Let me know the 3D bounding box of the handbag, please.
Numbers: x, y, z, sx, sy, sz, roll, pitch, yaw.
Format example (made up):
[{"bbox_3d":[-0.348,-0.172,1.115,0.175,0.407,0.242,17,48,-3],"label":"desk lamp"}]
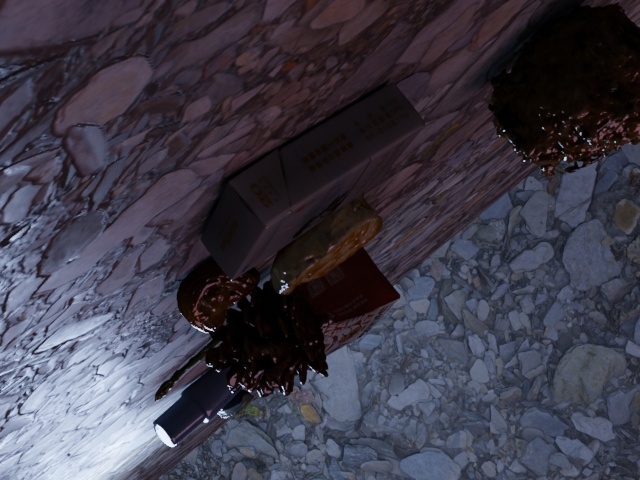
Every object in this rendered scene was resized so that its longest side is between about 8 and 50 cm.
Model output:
[{"bbox_3d":[-0.011,0.140,1.964,0.298,0.151,0.171,-22,159,-39],"label":"handbag"}]

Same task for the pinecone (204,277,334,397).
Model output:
[{"bbox_3d":[-0.087,0.164,1.610,0.212,0.168,0.186,-37,-145,27],"label":"pinecone"}]

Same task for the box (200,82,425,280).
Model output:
[{"bbox_3d":[-0.010,-0.062,1.083,0.233,0.067,0.149,-34,169,-29],"label":"box"}]

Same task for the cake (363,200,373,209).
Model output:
[{"bbox_3d":[0.056,-0.026,1.646,0.084,0.044,0.084,-35,171,-7],"label":"cake"}]

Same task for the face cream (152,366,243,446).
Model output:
[{"bbox_3d":[-0.201,0.300,2.201,0.385,0.086,0.135,-40,171,-29],"label":"face cream"}]

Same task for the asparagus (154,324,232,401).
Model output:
[{"bbox_3d":[-0.229,0.219,1.836,0.233,0.022,0.023,-44,-145,19],"label":"asparagus"}]

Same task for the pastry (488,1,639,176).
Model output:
[{"bbox_3d":[0.355,-0.223,1.403,0.275,0.275,0.193,-38,130,-6],"label":"pastry"}]

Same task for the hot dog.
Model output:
[{"bbox_3d":[-0.128,0.065,1.277,0.099,0.065,0.147,-49,169,4],"label":"hot dog"}]

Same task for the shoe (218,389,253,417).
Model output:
[{"bbox_3d":[-0.228,0.344,2.289,0.169,0.099,0.071,-15,-167,45],"label":"shoe"}]

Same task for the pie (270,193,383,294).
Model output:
[{"bbox_3d":[0.000,0.000,1.401,0.179,0.084,0.205,-36,173,-10],"label":"pie"}]
